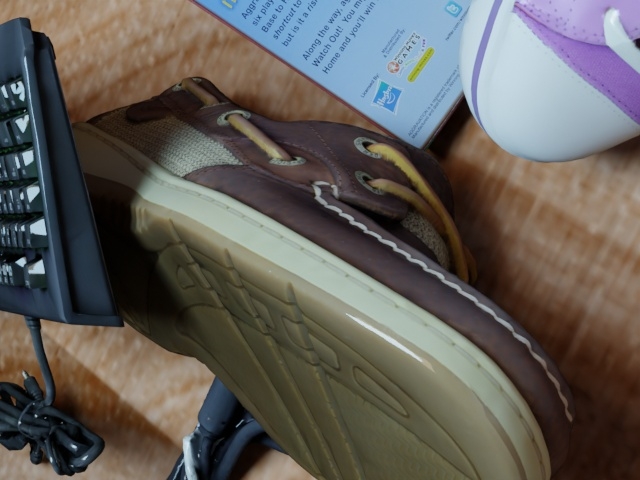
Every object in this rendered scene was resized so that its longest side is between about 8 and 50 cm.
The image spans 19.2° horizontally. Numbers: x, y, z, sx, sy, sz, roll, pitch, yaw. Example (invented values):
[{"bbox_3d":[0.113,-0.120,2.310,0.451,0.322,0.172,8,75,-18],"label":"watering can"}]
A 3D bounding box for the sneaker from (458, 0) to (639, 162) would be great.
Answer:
[{"bbox_3d":[0.162,-0.084,0.608,0.282,0.102,0.161,-39,40,29],"label":"sneaker"}]

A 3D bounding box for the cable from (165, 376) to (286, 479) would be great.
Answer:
[{"bbox_3d":[-0.016,0.140,0.773,0.150,0.047,0.184,-51,50,20],"label":"cable"}]

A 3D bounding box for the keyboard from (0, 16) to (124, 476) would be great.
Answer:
[{"bbox_3d":[-0.140,0.014,0.835,0.317,0.033,0.201,-179,74,-71],"label":"keyboard"}]

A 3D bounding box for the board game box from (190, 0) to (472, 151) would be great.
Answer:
[{"bbox_3d":[0.061,-0.186,0.742,0.281,0.145,0.027,-54,8,17],"label":"board game box"}]

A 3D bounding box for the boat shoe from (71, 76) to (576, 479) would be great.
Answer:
[{"bbox_3d":[0.000,0.000,0.740,0.123,0.123,0.342,-36,28,-17],"label":"boat shoe"}]
